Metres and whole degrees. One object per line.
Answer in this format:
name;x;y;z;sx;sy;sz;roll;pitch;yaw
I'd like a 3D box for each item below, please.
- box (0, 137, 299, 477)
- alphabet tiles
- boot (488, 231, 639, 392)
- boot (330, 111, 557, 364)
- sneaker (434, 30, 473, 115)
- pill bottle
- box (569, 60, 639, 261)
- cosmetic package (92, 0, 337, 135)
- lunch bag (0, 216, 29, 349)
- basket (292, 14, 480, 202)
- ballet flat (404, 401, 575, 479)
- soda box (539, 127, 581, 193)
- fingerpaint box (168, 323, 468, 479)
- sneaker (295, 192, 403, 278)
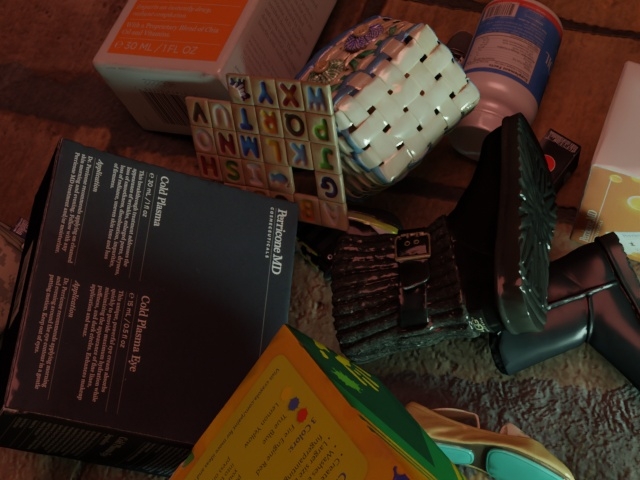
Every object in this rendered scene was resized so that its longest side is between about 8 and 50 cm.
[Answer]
box;-0.213;0.096;1.376;0.312;0.179;0.343;15;63;-18
alphabet tiles;-0.073;-0.119;1.447;0.237;0.198;0.009;11;34;33
boot;0.324;0.132;1.434;0.207;0.094;0.246;-24;78;5
boot;0.154;-0.009;1.438;0.260;0.131;0.348;-12;43;27
sneaker;0.194;-0.249;1.643;0.061;0.065;0.158;16;66;12
pill bottle;0.257;-0.224;1.594;0.124;0.124;0.221;17;67;12
box;0.520;-0.062;1.443;0.345;0.215;0.168;19;67;13
cosmetic package;-0.111;-0.374;1.639;0.230;0.161;0.453;9;62;30
lunch bag;-0.522;0.079;1.465;0.256;0.212;0.305;31;70;0
basket;0.064;-0.181;1.519;0.255;0.289;0.201;-45;102;-16
ballet flat;0.204;0.249;1.393;0.232;0.080;0.073;14;51;9
soda box;0.290;-0.069;1.550;0.053;0.060;0.169;34;72;20
fingerpaint box;-0.039;0.372;1.127;0.445;0.163;0.371;-54;35;6
sneaker;0.000;0.000;1.524;0.234;0.084;0.097;6;67;8
